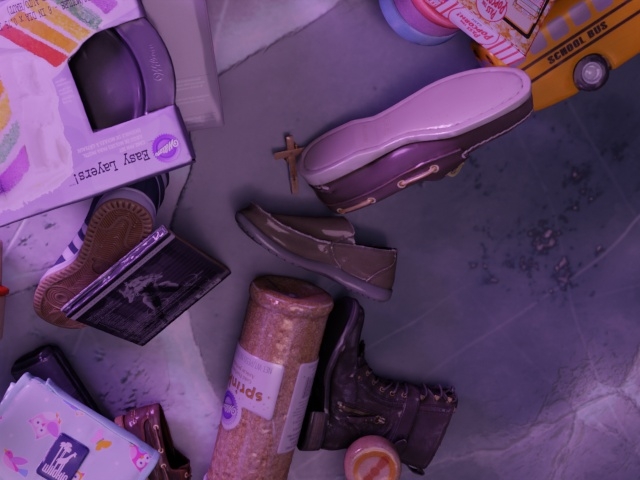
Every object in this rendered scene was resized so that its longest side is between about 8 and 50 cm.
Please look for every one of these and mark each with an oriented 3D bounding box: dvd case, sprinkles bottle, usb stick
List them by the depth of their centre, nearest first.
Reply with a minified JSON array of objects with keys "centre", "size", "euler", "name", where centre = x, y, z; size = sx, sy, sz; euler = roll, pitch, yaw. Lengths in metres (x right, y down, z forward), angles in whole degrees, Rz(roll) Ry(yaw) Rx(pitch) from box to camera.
[{"centre":[-0.220,0.064,1.421],"size":[0.164,0.221,0.018],"euler":[-39,69,3],"name":"dvd case"},{"centre":[-0.078,0.231,1.528],"size":[0.121,0.121,0.355],"euler":[11,104,-13],"name":"sprinkles bottle"},{"centre":[-0.335,0.268,1.532],"size":[0.077,0.045,0.278],"euler":[-26,111,3],"name":"usb stick"}]

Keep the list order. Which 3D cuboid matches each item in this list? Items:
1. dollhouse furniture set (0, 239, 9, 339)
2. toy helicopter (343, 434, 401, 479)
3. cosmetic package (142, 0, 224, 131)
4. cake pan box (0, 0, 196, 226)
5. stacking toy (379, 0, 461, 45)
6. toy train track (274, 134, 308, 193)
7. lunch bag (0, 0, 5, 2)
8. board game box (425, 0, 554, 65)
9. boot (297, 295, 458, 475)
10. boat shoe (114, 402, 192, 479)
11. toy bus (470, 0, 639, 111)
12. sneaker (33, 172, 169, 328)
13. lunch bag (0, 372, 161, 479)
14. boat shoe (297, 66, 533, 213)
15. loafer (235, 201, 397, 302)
[{"centre":[-0.527,0.072,1.344],"size":[0.259,0.262,0.135],"euler":[-10,110,-43],"name":"dollhouse furniture set"},{"centre":[0.038,0.449,1.573],"size":[0.235,0.140,0.355],"euler":[8,101,-2],"name":"toy helicopter"},{"centre":[-0.199,-0.255,1.365],"size":[0.127,0.107,0.238],"euler":[-8,106,-7],"name":"cosmetic package"},{"centre":[-0.298,-0.167,1.270],"size":[0.266,0.070,0.246],"euler":[-18,98,-1],"name":"cake pan box"},{"centre":[0.088,-0.407,1.393],"size":[0.309,0.130,0.280],"euler":[22,76,-19],"name":"stacking toy"},{"centre":[-0.039,-0.104,1.487],"size":[0.048,0.014,0.083],"euler":[-12,115,-14],"name":"toy train track"},{"centre":[-0.358,-0.190,1.361],"size":[0.176,0.090,0.219],"euler":[-26,110,-3],"name":"lunch bag"},{"centre":[0.228,-0.338,1.346],"size":[0.146,0.045,0.193],"euler":[35,73,-15],"name":"board game box"},{"centre":[0.094,0.212,1.582],"size":[0.229,0.091,0.263],"euler":[9,109,-18],"name":"boot"},{"centre":[-0.221,0.329,1.557],"size":[0.073,0.073,0.207],"euler":[-21,110,-1],"name":"boat shoe"},{"centre":[0.376,-0.299,1.451],"size":[0.332,0.108,0.130],"euler":[-34,108,2],"name":"toy bus"},{"centre":[-0.284,-0.008,1.439],"size":[0.099,0.153,0.282],"euler":[26,131,-19],"name":"sneaker"},{"centre":[-0.362,0.326,1.452],"size":[0.223,0.160,0.262],"euler":[33,109,-3],"name":"lunch bag"},{"centre":[0.132,-0.126,1.428],"size":[0.324,0.117,0.097],"euler":[-21,127,18],"name":"boat shoe"},{"centre":[0.000,0.000,1.494],"size":[0.251,0.094,0.087],"euler":[25,92,-23],"name":"loafer"}]
